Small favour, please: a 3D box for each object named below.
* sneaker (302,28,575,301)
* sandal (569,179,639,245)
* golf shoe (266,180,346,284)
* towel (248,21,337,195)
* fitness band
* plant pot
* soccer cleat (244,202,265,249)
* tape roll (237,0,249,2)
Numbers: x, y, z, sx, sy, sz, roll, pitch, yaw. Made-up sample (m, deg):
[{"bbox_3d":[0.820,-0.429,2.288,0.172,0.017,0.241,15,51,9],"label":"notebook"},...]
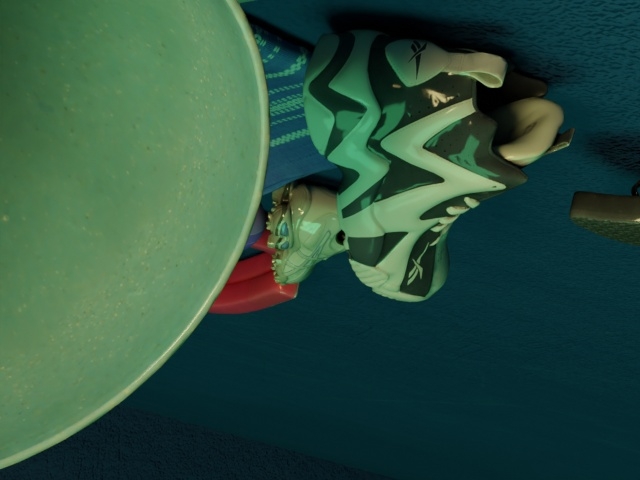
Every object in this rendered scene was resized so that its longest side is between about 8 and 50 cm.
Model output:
[{"bbox_3d":[0.092,-0.041,0.956,0.153,0.094,0.235,2,135,21],"label":"sneaker"},{"bbox_3d":[0.298,-0.030,1.003,0.254,0.054,0.097,-2,168,13],"label":"sandal"},{"bbox_3d":[0.000,0.000,1.287,0.086,0.069,0.176,5,165,2],"label":"golf shoe"},{"bbox_3d":[-0.118,-0.112,1.025,0.336,0.040,0.243,22,161,-31],"label":"towel"},{"bbox_3d":[-0.137,0.010,1.452,0.209,0.054,0.291,21,161,-22],"label":"fitness band"},{"bbox_3d":[-0.194,-0.062,0.649,0.290,0.290,0.195,27,-165,-44],"label":"plant pot"},{"bbox_3d":[-0.145,-0.046,1.190,0.248,0.083,0.095,25,173,-26],"label":"soccer cleat"},{"bbox_3d":[-0.146,-0.216,0.621,0.392,0.072,0.392,12,164,3],"label":"tape roll"}]
